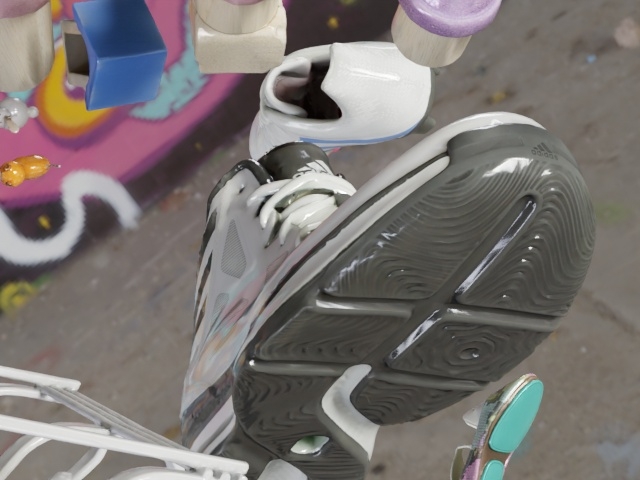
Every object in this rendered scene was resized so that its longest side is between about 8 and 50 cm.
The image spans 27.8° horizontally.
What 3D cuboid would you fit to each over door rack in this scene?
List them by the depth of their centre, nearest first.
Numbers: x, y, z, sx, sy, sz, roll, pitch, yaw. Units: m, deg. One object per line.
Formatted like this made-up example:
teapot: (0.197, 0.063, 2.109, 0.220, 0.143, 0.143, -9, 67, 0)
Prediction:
over door rack: (-0.206, 0.081, 0.592, 0.239, 0.324, 0.108, 7, 70, 59)

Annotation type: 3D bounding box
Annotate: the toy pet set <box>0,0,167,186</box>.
toy pet set: (-0.149, -0.092, 0.728, 0.114, 0.122, 0.065, -13, 17, -28)

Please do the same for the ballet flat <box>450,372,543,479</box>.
ballet flat: (0.208, 0.264, 1.642, 0.079, 0.077, 0.222, 19, 88, 47)

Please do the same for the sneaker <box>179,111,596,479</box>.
sneaker: (-0.001, 0.000, 0.852, 0.447, 0.169, 0.257, 128, 142, -48)

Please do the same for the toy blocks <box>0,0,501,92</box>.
toy blocks: (-0.024, -0.247, 0.584, 0.309, 0.260, 0.289, -2, 69, -10)

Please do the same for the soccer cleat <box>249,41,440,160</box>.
soccer cleat: (-0.016, -0.142, 1.313, 0.331, 0.143, 0.116, -13, 69, 59)
